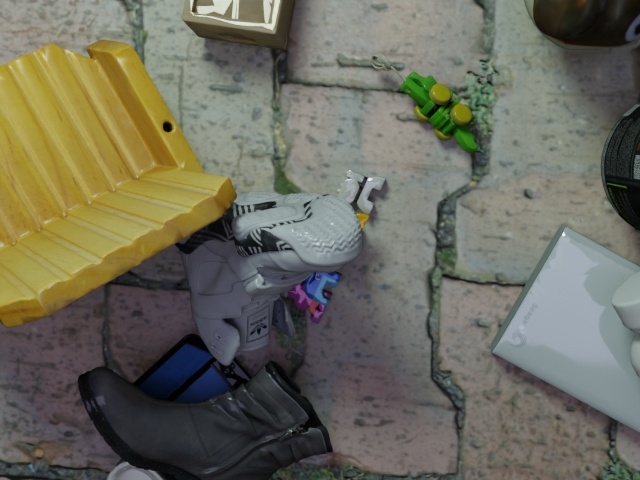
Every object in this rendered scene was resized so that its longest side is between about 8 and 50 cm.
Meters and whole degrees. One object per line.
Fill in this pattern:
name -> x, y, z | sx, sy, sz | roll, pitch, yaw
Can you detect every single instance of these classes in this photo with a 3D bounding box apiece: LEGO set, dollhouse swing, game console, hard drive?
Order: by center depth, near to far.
dollhouse swing -> -0.322, -0.094, 1.068 | 0.347, 0.305, 0.315 | -31, 96, -21
LEGO set -> 0.000, 0.000, 1.229 | 0.093, 0.087, 0.227 | 25, 97, 1
hard drive -> 0.420, 0.139, 1.238 | 0.308, 0.040, 0.203 | 28, 98, 0
game console -> -0.184, 0.216, 1.268 | 0.144, 0.085, 0.124 | -42, 85, 8

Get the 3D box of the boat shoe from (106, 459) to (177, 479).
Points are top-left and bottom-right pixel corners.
boat shoe -> -0.192, 0.432, 1.294 | 0.109, 0.091, 0.305 | -37, 94, 0

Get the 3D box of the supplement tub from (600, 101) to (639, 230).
supplement tub -> 0.451, -0.087, 1.068 | 0.194, 0.316, 0.193 | 0, 97, 3

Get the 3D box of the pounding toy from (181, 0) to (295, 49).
pounding toy -> -0.120, -0.376, 1.196 | 0.181, 0.094, 0.206 | 10, 88, 8

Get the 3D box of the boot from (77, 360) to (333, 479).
boot -> -0.146, 0.228, 1.216 | 0.223, 0.118, 0.338 | -36, 128, 7

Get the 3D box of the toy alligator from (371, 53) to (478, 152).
toy alligator -> 0.151, -0.197, 1.215 | 0.190, 0.056, 0.051 | 44, 56, 0

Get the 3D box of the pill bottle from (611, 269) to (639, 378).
pill bottle -> 0.501, 0.169, 1.130 | 0.169, 0.169, 0.301 | -33, 94, 7

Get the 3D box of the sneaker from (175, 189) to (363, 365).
sneaker -> -0.064, 0.051, 1.145 | 0.137, 0.366, 0.210 | -21, 107, -34

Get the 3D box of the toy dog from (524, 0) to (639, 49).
toy dog -> 0.320, -0.432, 1.062 | 0.396, 0.284, 0.407 | -10, 96, 19
